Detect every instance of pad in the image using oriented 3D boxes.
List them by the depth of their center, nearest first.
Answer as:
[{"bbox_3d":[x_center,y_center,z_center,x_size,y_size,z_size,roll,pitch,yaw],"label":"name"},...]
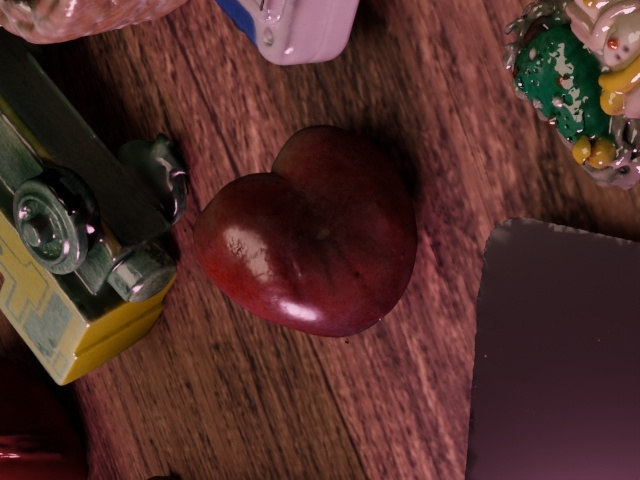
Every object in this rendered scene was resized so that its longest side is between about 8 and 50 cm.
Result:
[{"bbox_3d":[0.117,0.085,0.830,0.323,0.055,0.250,25,123,39],"label":"pad"}]

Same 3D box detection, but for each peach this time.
[{"bbox_3d":[0.000,0.000,0.863,0.152,0.152,0.152,22,122,40],"label":"peach"}]

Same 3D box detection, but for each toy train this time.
[{"bbox_3d":[-0.273,-0.071,1.103,0.369,0.150,0.237,51,141,10],"label":"toy train"}]

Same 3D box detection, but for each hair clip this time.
[{"bbox_3d":[0.196,-0.142,0.617,0.321,0.091,0.138,-45,70,46],"label":"hair clip"}]

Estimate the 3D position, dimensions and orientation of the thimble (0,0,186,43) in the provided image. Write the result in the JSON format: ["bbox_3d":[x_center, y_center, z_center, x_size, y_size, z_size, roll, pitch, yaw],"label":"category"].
[{"bbox_3d":[-0.198,-0.274,0.949,0.196,0.148,0.229,-6,104,48],"label":"thimble"}]

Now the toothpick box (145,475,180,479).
[{"bbox_3d":[-0.085,0.325,1.071,0.308,0.190,0.187,-11,98,44],"label":"toothpick box"}]

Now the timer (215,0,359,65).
[{"bbox_3d":[-0.027,-0.258,0.798,0.178,0.078,0.253,50,138,39],"label":"timer"}]

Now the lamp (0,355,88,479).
[{"bbox_3d":[-0.399,0.267,1.314,0.303,0.257,0.303,0,91,11],"label":"lamp"}]
